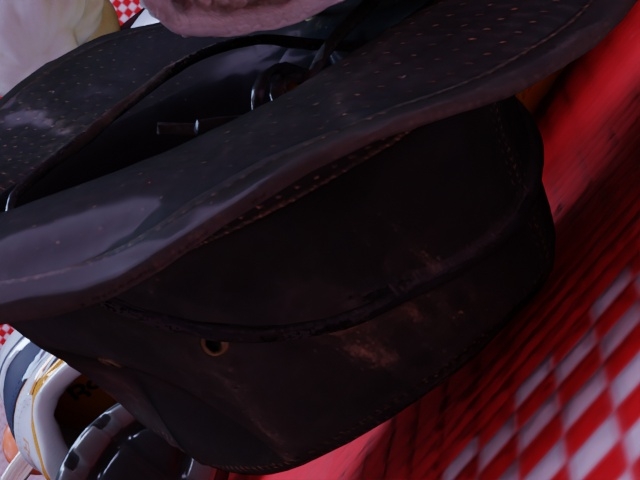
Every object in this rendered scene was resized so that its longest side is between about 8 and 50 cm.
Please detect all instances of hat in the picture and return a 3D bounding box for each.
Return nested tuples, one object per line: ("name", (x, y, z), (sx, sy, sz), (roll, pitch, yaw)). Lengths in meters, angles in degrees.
("hat", (-0.021, -0.002, 0.468), (0.331, 0.134, 0.331), (-22, 19, 8))

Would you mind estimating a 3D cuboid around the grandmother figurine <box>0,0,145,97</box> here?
("grandmother figurine", (-0.080, -0.084, 0.870), (0.207, 0.342, 0.104), (-57, 44, 9))

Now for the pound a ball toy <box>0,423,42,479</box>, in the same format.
("pound a ball toy", (-0.226, 0.220, 1.129), (0.208, 0.136, 0.319), (-53, 3, -13))

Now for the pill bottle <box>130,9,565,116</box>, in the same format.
("pill bottle", (0.017, -0.095, 0.703), (0.334, 0.188, 0.188), (-53, 3, -26))

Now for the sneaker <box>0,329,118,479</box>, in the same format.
("sneaker", (-0.048, 0.033, 0.818), (0.321, 0.126, 0.127), (-41, 32, 3))

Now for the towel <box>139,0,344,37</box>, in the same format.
("towel", (0.074, -0.136, 0.446), (0.282, 0.049, 0.187), (-22, 15, 0))

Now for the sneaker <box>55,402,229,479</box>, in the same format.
("sneaker", (-0.138, 0.199, 0.710), (0.267, 0.101, 0.106), (-47, -12, -12))
